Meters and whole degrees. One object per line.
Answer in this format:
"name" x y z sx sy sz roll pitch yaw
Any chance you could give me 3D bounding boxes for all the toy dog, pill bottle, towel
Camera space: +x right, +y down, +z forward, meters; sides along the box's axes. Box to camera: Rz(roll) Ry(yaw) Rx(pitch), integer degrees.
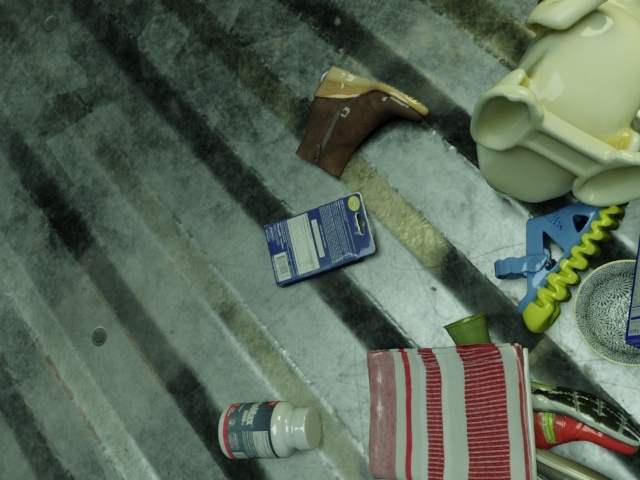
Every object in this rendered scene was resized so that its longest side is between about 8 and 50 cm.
"toy dog" 0.441 -0.269 1.097 0.284 0.395 0.408 26 75 8
"pill bottle" -0.096 0.367 1.294 0.180 0.108 0.108 -9 76 21
"towel" 0.210 0.301 1.149 0.329 0.037 0.237 -13 74 44

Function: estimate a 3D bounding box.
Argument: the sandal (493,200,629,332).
"sandal" 0.412 -0.003 1.146 0.138 0.126 0.317 37 94 29

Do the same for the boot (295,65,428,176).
"boot" 0.081 -0.226 1.370 0.248 0.090 0.207 26 102 24

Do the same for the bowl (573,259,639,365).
"bowl" 0.509 0.122 1.096 0.170 0.080 0.170 -5 77 23

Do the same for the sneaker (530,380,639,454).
"sneaker" 0.385 0.308 1.118 0.279 0.107 0.118 13 101 30

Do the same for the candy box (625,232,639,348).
"candy box" 0.614 0.024 0.960 0.268 0.122 0.317 12 80 5

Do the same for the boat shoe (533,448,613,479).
"boat shoe" 0.470 0.432 1.014 0.335 0.112 0.095 23 90 13

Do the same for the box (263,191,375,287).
"box" 0.000 0.000 1.367 0.225 0.036 0.136 -20 73 20

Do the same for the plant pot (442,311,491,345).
"plant pot" 0.273 0.179 1.196 0.083 0.083 0.079 -22 84 18
